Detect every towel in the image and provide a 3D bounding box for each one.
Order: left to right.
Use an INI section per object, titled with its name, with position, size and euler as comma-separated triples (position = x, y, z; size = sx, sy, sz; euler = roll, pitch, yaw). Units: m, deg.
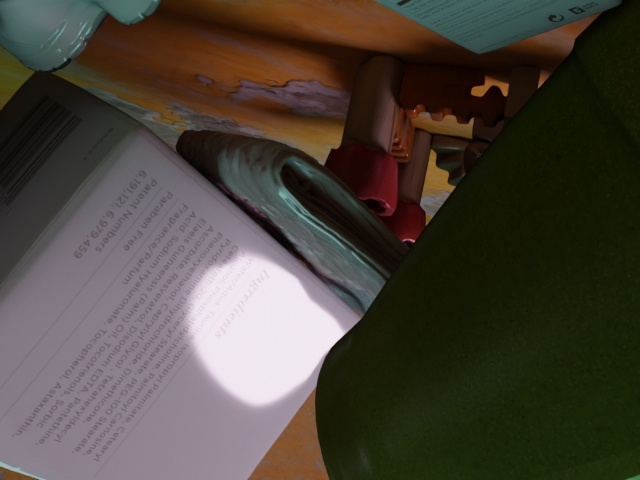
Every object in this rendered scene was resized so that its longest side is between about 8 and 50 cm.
[towel]
position = 0.000, 0.000, 0.713
size = 0.317, 0.053, 0.331
euler = 43, 171, -26

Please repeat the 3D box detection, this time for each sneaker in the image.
[sneaker]
position = -0.216, -0.229, 0.539
size = 0.129, 0.111, 0.297
euler = 33, 155, -35

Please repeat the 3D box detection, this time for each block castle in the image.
[block castle]
position = 0.246, -0.032, 0.730
size = 0.452, 0.213, 0.303
euler = 9, 172, 17

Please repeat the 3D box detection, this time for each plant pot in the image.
[plant pot]
position = 0.191, 0.075, 0.431
size = 0.366, 0.367, 0.353
euler = 19, 130, -41

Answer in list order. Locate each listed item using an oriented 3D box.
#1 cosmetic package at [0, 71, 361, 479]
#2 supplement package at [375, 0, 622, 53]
[cosmetic package]
position = -0.234, 0.070, 0.783
size = 0.329, 0.327, 0.393
euler = 29, 169, 49
[supplement package]
position = 0.058, -0.185, 0.332
size = 0.179, 0.105, 0.105
euler = 17, 173, -27
